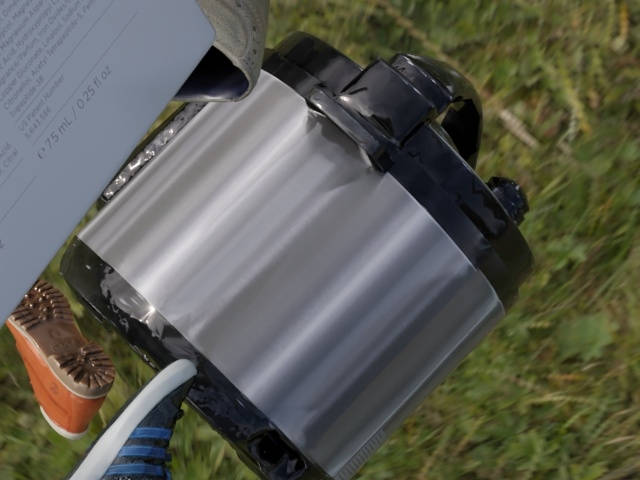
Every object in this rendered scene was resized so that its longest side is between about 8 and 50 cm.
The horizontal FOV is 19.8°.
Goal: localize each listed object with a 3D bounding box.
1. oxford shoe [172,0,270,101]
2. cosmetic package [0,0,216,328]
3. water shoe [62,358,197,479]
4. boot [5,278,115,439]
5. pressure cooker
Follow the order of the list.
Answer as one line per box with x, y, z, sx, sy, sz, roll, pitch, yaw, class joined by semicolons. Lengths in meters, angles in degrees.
-0.192;-0.123;0.875;0.348;0.123;0.130;-2;56;-8;oxford shoe
-0.216;-0.050;0.543;0.284;0.097;0.377;59;46;-32;cosmetic package
-0.152;0.187;1.491;0.080;0.073;0.203;41;61;-5;water shoe
-0.238;0.100;1.582;0.059;0.085;0.158;-13;49;-35;boot
0.004;0.004;1.805;0.420;0.370;0.375;-46;116;-5;pressure cooker
